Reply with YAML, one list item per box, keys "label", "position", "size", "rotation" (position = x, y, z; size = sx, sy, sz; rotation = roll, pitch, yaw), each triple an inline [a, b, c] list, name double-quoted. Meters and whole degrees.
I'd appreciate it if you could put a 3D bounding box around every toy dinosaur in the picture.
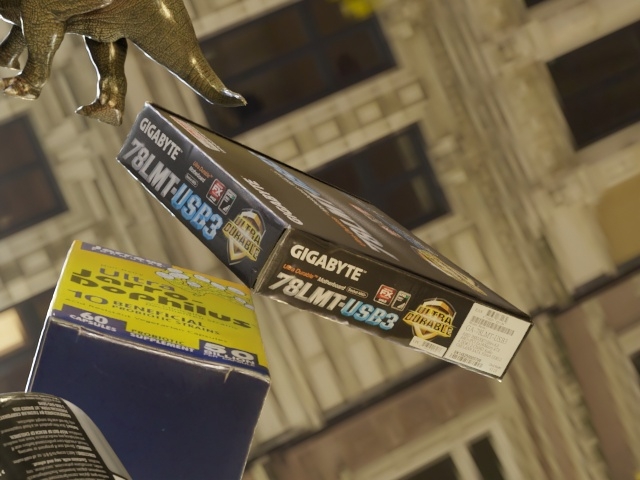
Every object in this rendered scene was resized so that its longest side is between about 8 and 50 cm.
- label: "toy dinosaur"
  position: [-0.180, -0.178, 1.145]
  size: [0.313, 0.121, 0.160]
  rotation: [29, -74, 35]

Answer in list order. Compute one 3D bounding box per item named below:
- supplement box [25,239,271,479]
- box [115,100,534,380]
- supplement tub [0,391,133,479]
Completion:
- label: "supplement box"
  position: [-0.171, 0.143, 1.527]
  size: [0.356, 0.194, 0.195]
  rotation: [-119, -135, -79]
- label: "box"
  position: [0.000, 0.000, 1.485]
  size: [0.293, 0.073, 0.295]
  rotation: [24, 9, -37]
- label: "supplement tub"
  position: [-0.161, 0.261, 1.040]
  size: [0.316, 0.193, 0.194]
  rotation: [50, -23, 37]
